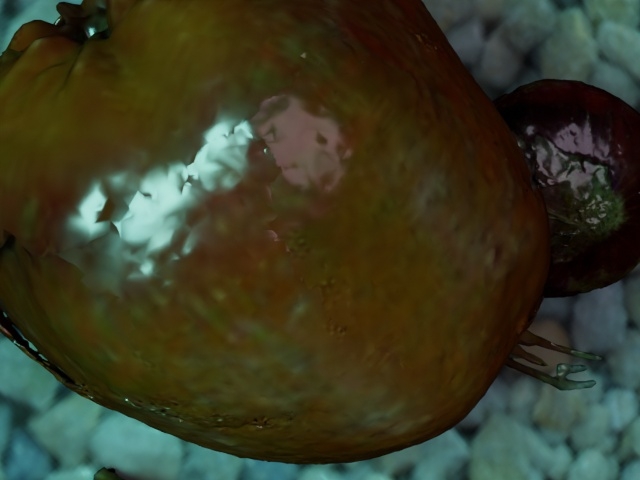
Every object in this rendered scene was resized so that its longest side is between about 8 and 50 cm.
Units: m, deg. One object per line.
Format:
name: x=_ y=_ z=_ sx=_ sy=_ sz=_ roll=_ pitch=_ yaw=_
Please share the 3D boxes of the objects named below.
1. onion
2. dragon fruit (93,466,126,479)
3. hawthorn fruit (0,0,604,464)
onion: x=0.111 y=-0.026 z=0.765 sx=0.107 sy=0.097 sz=0.107 roll=3 pitch=119 yaw=6
dragon fruit: x=0.026 y=0.237 z=0.632 sx=0.329 sy=0.228 sz=0.286 roll=5 pitch=81 yaw=-18
hawthorn fruit: x=0.000 y=0.000 z=0.662 sx=0.299 sy=0.211 sz=0.211 roll=34 pitch=74 yaw=-23
